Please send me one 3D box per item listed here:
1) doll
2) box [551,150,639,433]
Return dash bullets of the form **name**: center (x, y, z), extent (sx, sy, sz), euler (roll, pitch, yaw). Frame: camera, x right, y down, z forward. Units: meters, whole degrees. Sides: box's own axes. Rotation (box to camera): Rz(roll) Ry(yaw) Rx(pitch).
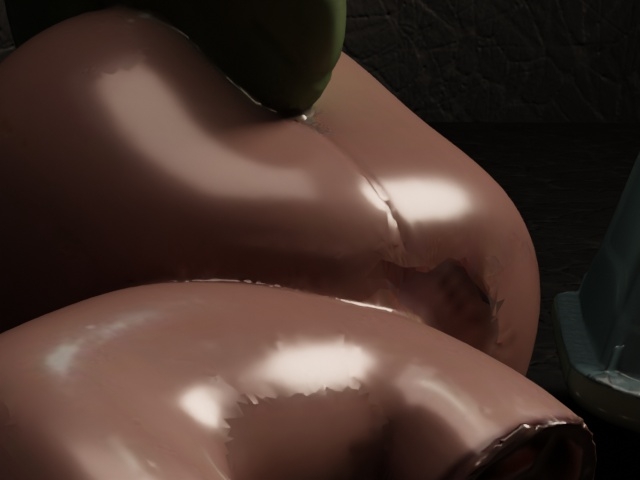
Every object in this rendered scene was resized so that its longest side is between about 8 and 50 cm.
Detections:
- **doll**: center (-0.057, 0.023, 0.515), extent (0.216, 0.284, 0.268), euler (-6, 37, -40)
- **box**: center (0.198, 0.037, 0.851), extent (0.162, 0.130, 0.227), euler (18, 10, 2)
